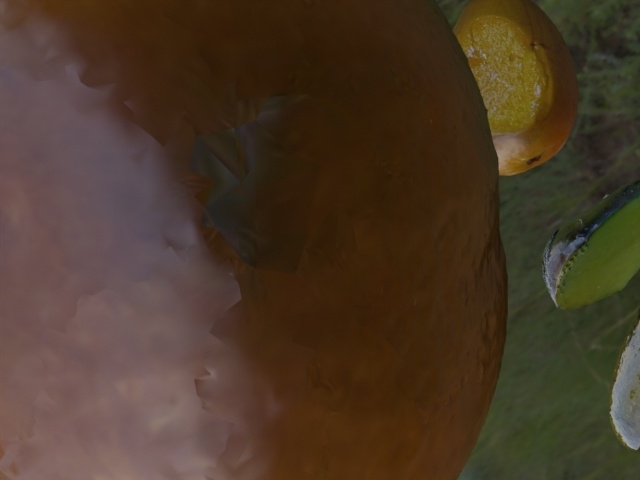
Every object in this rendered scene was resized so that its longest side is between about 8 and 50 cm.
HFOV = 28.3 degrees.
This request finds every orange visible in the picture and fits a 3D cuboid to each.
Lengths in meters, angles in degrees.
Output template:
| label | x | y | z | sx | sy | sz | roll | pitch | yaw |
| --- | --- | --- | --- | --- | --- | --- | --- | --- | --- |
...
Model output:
| label | x | y | z | sx | sy | sz | roll | pitch | yaw |
| --- | --- | --- | --- | --- | --- | --- | --- | --- | --- |
| orange | -0.056 | -0.015 | 0.485 | 0.274 | 0.274 | 0.310 | 106 | 145 | -56 |

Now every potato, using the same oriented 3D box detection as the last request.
| label | x | y | z | sx | sy | sz | roll | pitch | yaw |
| --- | --- | --- | --- | --- | --- | --- | --- | --- | --- |
| potato | 0.292 | -0.010 | 1.262 | 0.054 | 0.198 | 0.119 | 43 | 171 | 42 |

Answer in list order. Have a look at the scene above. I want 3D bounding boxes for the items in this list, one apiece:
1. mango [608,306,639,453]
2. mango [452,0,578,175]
| label | x | y | z | sx | sy | sz | roll | pitch | yaw |
| --- | --- | --- | --- | --- | --- | --- | --- | --- | --- |
| mango | 0.411 | 0.084 | 1.309 | 0.176 | 0.329 | 0.175 | 41 | -163 | -20 |
| mango | 0.177 | -0.155 | 1.223 | 0.102 | 0.141 | 0.217 | 89 | -175 | -57 |
